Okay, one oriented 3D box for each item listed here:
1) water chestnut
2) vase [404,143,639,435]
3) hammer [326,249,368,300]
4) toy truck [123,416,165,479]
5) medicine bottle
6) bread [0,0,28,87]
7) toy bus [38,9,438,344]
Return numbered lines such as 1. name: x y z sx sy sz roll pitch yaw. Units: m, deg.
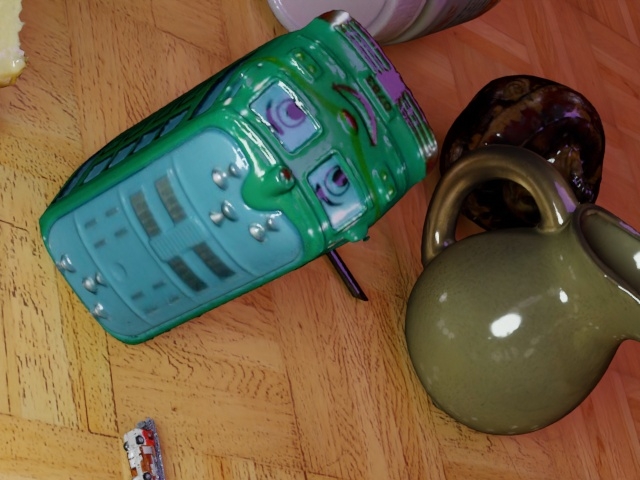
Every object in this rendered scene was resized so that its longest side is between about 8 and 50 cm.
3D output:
1. water chestnut: 0.274 -0.104 2.001 0.223 0.224 0.238 38 6 -31
2. vase: 0.242 0.043 1.768 0.241 0.302 0.329 -13 75 -56
3. hammer: 0.000 0.000 1.734 0.178 0.021 0.065 58 32 -9
4. toy truck: -0.154 0.198 1.356 0.032 0.024 0.083 9 58 -47
5. medicine bottle: 0.097 -0.367 1.968 0.388 0.219 0.219 -26 87 -57
6. bread: -0.383 -0.174 1.148 0.274 0.184 0.114 3 98 -42
7. toy bus: -0.089 -0.041 1.353 0.183 0.343 0.199 55 43 -9
